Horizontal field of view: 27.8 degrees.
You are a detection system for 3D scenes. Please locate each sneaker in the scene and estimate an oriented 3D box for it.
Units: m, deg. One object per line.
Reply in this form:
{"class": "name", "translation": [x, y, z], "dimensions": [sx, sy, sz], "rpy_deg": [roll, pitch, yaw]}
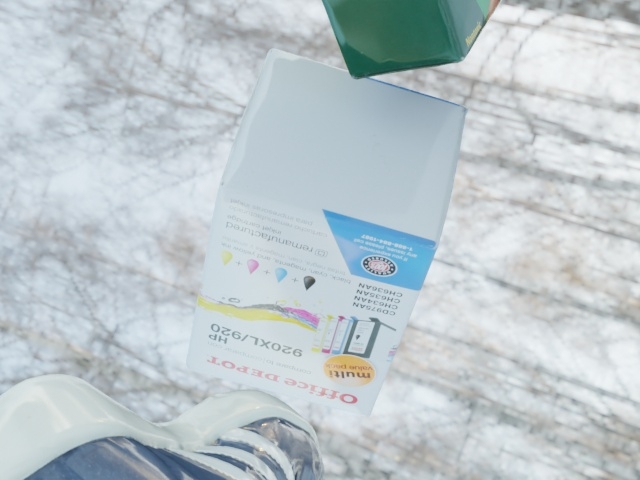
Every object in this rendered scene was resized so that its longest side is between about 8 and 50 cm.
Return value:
{"class": "sneaker", "translation": [-0.052, 0.156, 0.575], "dimensions": [0.131, 0.148, 0.350], "rpy_deg": [-45, -17, 8]}

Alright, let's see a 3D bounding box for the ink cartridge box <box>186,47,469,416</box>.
{"class": "ink cartridge box", "translation": [0.000, 0.000, 1.065], "dimensions": [0.233, 0.171, 0.168], "rpy_deg": [106, 179, -48]}

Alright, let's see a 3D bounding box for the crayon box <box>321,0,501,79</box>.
{"class": "crayon box", "translation": [0.075, -0.351, 1.022], "dimensions": [0.363, 0.106, 0.313], "rpy_deg": [-57, -47, -49]}
